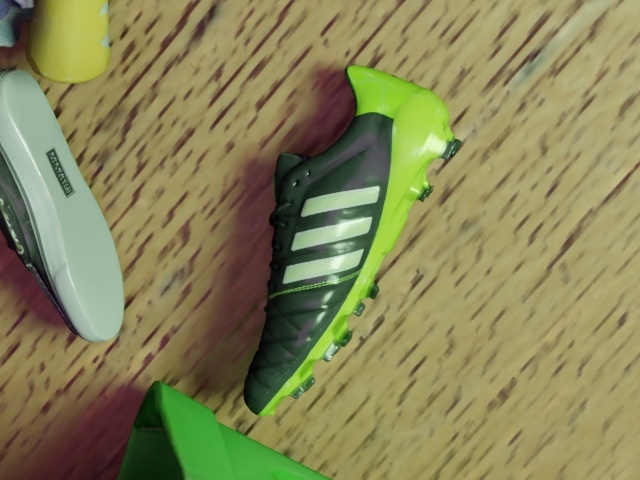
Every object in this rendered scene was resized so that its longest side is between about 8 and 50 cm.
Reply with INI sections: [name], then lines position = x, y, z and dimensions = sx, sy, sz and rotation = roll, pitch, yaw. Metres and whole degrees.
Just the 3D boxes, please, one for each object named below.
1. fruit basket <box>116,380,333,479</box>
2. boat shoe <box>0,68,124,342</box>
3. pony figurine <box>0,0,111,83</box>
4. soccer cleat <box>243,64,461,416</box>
[fruit basket]
position = -0.131, 0.264, 0.702
dimensions = 0.392, 0.283, 0.392
rotation = -3, 106, -11
[boat shoe]
position = -0.139, -0.014, 0.773
dimensions = 0.040, 0.049, 0.142
rotation = -16, 99, 25
[pony figurine]
position = -0.124, -0.219, 0.608
dimensions = 0.303, 0.351, 0.363
rotation = 15, 121, 4
[soccer cleat]
position = 0.000, 0.000, 0.764
dimensions = 0.072, 0.060, 0.179
rotation = 30, 95, 7
